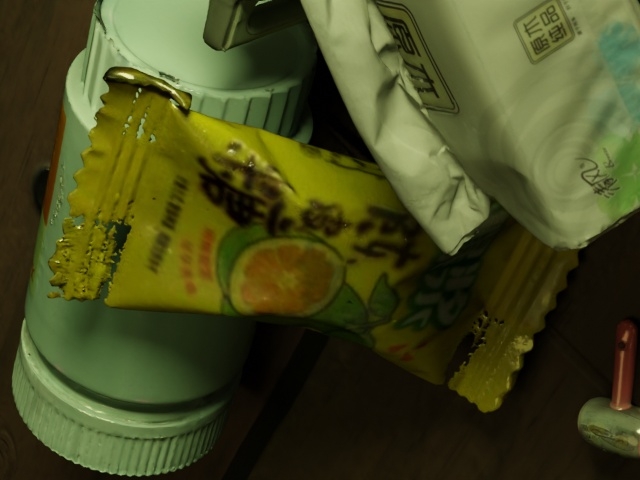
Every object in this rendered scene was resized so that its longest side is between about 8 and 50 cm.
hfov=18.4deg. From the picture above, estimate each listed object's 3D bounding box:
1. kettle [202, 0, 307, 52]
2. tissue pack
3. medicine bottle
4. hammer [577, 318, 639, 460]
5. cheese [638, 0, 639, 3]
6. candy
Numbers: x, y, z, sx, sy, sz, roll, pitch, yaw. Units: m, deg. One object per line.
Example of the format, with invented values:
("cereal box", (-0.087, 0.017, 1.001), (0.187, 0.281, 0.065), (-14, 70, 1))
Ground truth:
("kettle", (-0.002, -0.186, 1.096), (0.127, 0.148, 0.098), (-30, 90, 48))
("tissue pack", (0.066, -0.114, 0.989), (0.229, 0.145, 0.159), (61, 174, -30))
("medicine bottle", (-0.103, -0.011, 1.277), (0.158, 0.158, 0.318), (38, 133, 24))
("hammer", (0.178, 0.086, 1.156), (0.052, 0.031, 0.083), (14, 109, 35))
("cheese", (0.204, -0.180, 0.958), (0.270, 0.069, 0.177), (13, 117, 40))
("candy", (0.000, 0.000, 1.153), (0.297, 0.081, 0.187), (17, 129, -8))
